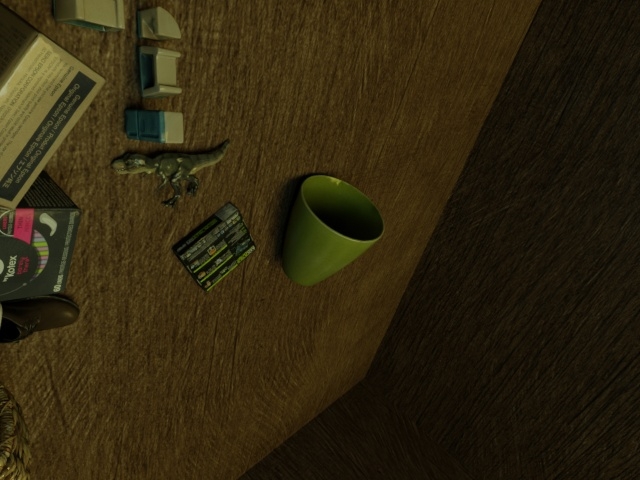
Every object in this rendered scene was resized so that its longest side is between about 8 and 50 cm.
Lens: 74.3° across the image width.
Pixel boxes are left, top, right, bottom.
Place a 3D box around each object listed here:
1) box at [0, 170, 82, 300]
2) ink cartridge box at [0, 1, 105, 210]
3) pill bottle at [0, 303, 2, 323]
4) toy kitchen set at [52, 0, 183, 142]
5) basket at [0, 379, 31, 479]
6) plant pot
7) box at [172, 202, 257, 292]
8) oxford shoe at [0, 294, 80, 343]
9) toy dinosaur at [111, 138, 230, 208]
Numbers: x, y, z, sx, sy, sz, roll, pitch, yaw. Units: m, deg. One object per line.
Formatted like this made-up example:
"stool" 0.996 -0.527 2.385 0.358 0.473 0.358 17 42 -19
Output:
"box" -0.523 -0.007 0.604 0.270 0.143 0.165 -6 126 -52
"ink cartridge box" -0.396 -0.177 0.510 0.193 0.235 0.088 -54 150 2
"pill bottle" -0.601 0.136 0.592 0.229 0.131 0.131 12 114 -29
"toy kitchen set" -0.328 -0.266 0.677 0.166 0.122 0.207 -14 112 -49
"basket" -0.603 0.286 0.640 0.213 0.299 0.223 -33 145 -33
"plant pot" 0.000 0.000 1.295 0.275 0.274 0.293 -16 149 -48
"box" -0.269 0.021 1.109 0.191 0.045 0.184 -43 152 -19
"oxford shoe" -0.555 0.154 0.783 0.227 0.096 0.082 8 113 -60
"toy dinosaur" -0.292 -0.139 0.889 0.268 0.064 0.118 -24 133 -47
